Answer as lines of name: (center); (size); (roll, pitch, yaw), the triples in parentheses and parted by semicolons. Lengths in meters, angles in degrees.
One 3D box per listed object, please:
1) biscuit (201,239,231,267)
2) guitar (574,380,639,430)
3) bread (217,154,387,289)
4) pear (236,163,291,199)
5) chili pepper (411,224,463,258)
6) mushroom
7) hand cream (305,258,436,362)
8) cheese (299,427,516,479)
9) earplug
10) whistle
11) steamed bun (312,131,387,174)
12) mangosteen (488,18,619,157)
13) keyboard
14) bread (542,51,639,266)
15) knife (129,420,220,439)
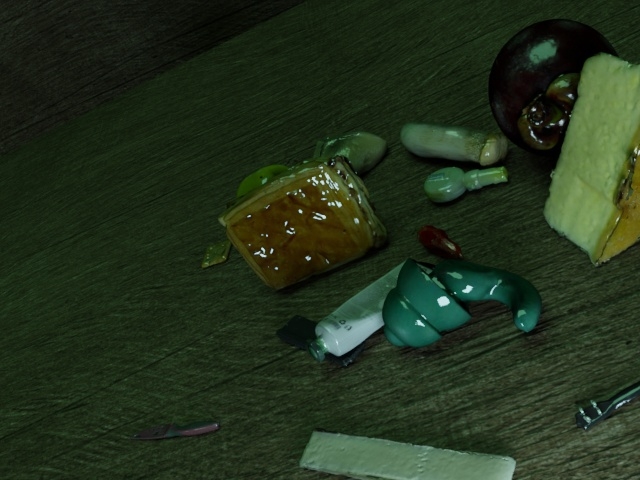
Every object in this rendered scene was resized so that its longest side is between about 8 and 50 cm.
biscuit: (-0.281, 0.034, 2.148); (0.081, 0.018, 0.083); (-18, 35, 22)
guitar: (0.517, 0.216, 1.238); (0.271, 0.038, 0.084); (-29, 32, 5)
bread: (-0.040, -0.058, 1.848); (0.324, 0.277, 0.167); (-28, 28, 13)
pear: (-0.117, -0.095, 2.020); (0.198, 0.198, 0.198); (-22, 35, 16)
chili pepper: (0.254, 0.000, 1.717); (0.050, 0.059, 0.191); (-31, 30, -14)
mushroom: (0.313, -0.242, 1.954); (0.122, 0.095, 0.351); (-9, 19, -33)
hand cream: (0.112, 0.136, 1.640); (0.336, 0.076, 0.121); (-34, 36, -23)
cheese: (0.133, 0.381, 1.349); (0.400, 0.034, 0.085); (-3, 48, 38)
earplug: (0.253, 0.126, 1.507); (0.280, 0.164, 0.257); (-40, 69, 9)
whistle: (0.332, -0.141, 1.834); (0.198, 0.057, 0.104); (-11, 33, 30)
steamed bun: (0.046, -0.220, 2.132); (0.231, 0.110, 0.212); (-7, 41, 37)
mangosteen: (0.510, -0.323, 1.699); (0.297, 0.297, 0.293); (-35, 16, -5)
keyboard: (-0.001, 0.212, 1.687); (0.072, 0.023, 0.231); (-42, 34, -27)
bread: (0.523, -0.146, 1.477); (0.279, 0.315, 0.248); (-40, 31, 6)
knife: (-0.315, 0.404, 1.697); (0.247, 0.018, 0.035); (-13, 40, 28)
